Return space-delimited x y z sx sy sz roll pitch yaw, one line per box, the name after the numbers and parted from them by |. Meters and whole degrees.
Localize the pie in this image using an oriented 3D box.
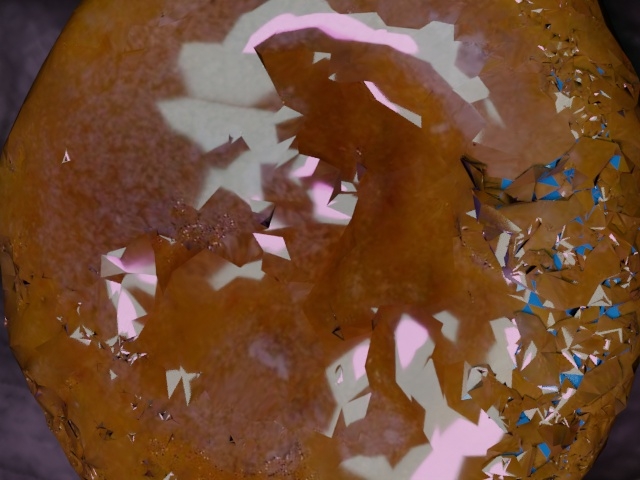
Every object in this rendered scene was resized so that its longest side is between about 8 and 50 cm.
-0.001 0.001 0.692 0.273 0.069 0.273 1 93 18 | pie
